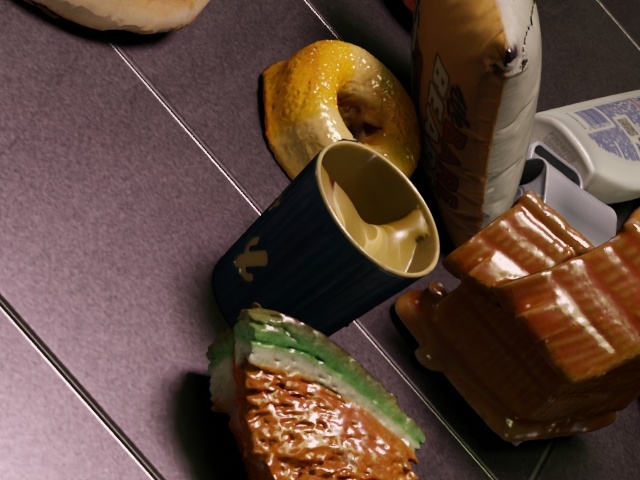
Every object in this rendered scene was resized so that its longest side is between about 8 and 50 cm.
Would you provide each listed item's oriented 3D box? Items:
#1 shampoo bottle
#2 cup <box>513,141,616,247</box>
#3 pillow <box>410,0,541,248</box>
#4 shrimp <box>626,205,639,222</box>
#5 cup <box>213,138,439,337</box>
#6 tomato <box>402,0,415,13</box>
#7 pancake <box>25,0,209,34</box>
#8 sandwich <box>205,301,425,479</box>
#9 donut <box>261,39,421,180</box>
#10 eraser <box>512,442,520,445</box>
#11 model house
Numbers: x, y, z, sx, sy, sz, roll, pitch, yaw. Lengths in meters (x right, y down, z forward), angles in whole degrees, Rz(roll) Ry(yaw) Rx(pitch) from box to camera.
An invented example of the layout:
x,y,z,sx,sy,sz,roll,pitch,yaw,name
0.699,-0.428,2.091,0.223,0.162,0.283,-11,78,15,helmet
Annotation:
x,y,z,sx,sy,sz,roll,pitch,yaw,name
0.364,-0.112,1.977,0.134,0.078,0.359,50,31,16,shampoo bottle
0.237,-0.032,1.718,0.129,0.095,0.128,28,61,-35,cup
0.152,-0.174,1.637,0.119,0.310,0.312,0,48,-6,pillow
0.427,-0.001,1.990,0.124,0.034,0.178,52,34,-2,shrimp
0.000,0.000,1.367,0.131,0.155,0.176,34,35,-24,cup
0.152,-0.315,1.873,0.167,0.167,0.167,31,38,-27,tomato
-0.238,-0.357,1.514,0.382,0.071,0.382,30,39,-28,pancake
-0.019,0.155,1.250,0.184,0.109,0.160,36,55,-24,sandwich
0.026,-0.117,1.586,0.174,0.074,0.190,40,35,-17,donut
0.191,0.159,1.560,0.038,0.019,0.083,46,32,0,eraser
0.229,0.060,1.495,0.219,0.229,0.199,-13,64,-52,model house
